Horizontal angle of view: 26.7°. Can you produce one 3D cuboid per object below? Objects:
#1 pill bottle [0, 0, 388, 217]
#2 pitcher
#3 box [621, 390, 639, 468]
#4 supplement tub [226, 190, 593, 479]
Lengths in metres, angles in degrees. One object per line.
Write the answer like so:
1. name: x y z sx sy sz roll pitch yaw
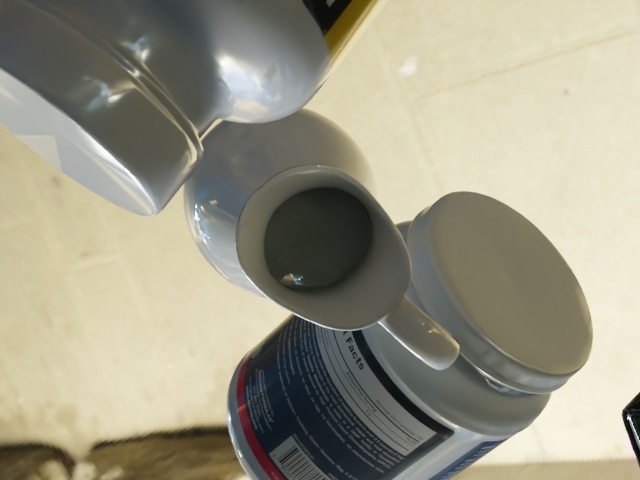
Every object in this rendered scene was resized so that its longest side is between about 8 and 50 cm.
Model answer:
1. pill bottle: -0.021 -0.100 0.386 0.103 0.184 0.103 34 166 9
2. pitcher: 0.000 0.000 0.862 0.178 0.125 0.207 44 -179 -22
3. box: 0.310 0.016 0.489 0.322 0.257 0.079 -6 119 41
4. supplement tub: 0.067 0.104 1.094 0.191 0.191 0.272 53 127 8
